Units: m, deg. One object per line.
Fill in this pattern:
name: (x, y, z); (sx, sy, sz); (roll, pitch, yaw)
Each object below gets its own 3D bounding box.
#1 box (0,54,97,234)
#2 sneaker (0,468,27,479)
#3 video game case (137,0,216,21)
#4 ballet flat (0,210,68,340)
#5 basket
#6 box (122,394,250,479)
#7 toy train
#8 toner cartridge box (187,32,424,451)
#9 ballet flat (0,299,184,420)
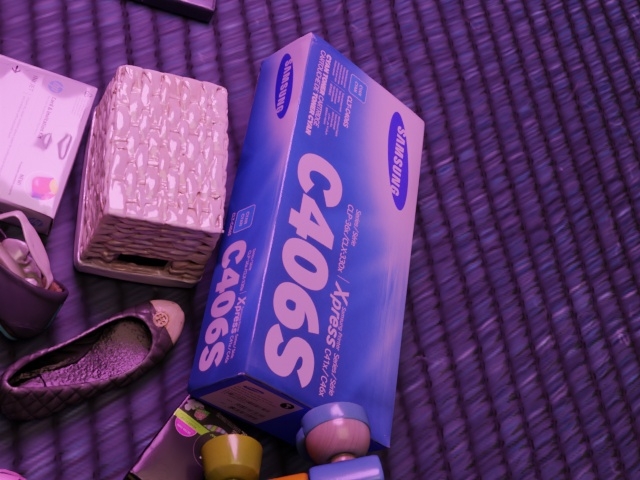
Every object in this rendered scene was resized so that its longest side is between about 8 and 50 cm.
box: (-0.304, -0.100, 0.874); (0.186, 0.038, 0.145); (17, 59, -12)
sneaker: (-0.290, 0.270, 0.620); (0.112, 0.131, 0.319); (35, 55, -3)
video game case: (-0.233, -0.345, 1.048); (0.274, 0.026, 0.196); (13, 59, -15)
ballet flat: (-0.272, -0.015, 0.794); (0.074, 0.074, 0.203); (-44, 103, -35)
basket: (-0.145, -0.058, 0.879); (0.113, 0.103, 0.167); (10, 59, -19)
box: (-0.108, 0.175, 0.797); (0.062, 0.052, 0.083); (38, 56, 0)
toy train: (-0.067, 0.203, 0.721); (0.248, 0.105, 0.143); (-11, 46, -1)
toner cartridge box: (0.000, 0.000, 0.892); (0.165, 0.075, 0.347); (33, 51, -34)
ballet flat: (-0.180, 0.095, 0.812); (0.173, 0.049, 0.057); (-29, 78, -33)
